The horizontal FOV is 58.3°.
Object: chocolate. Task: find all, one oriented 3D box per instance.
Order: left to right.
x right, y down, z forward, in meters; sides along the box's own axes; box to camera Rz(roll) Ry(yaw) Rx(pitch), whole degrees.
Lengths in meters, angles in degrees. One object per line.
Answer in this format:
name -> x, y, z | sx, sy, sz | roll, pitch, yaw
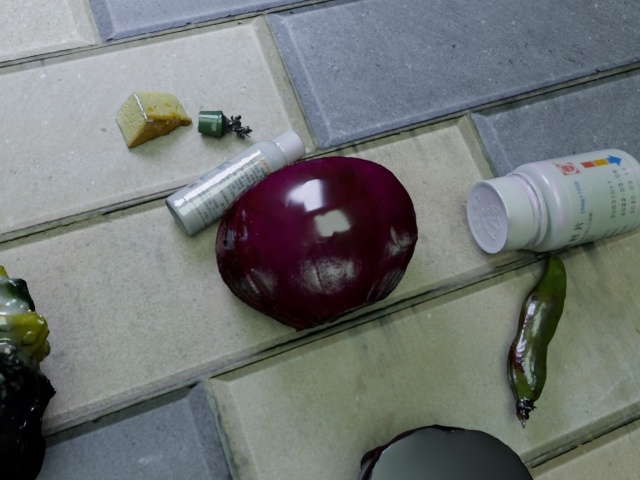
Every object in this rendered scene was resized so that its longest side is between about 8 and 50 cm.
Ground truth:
chocolate -> 0.173, 0.421, 0.864 | 0.284, 0.186, 0.283 | 3, 63, -6

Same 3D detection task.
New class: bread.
bread -> -0.313, -0.231, 1.073 | 0.109, 0.080, 0.084 | -16, 73, -50

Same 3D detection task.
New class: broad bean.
broad bean -> 0.390, 0.170, 1.041 | 0.077, 0.061, 0.338 | 26, 71, -9

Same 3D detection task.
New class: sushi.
sushi -> -0.498, 0.157, 0.768 | 0.329, 0.328, 0.285 | 20, 60, -1

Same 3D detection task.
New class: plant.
plant -> -0.177, -0.217, 1.074 | 0.102, 0.051, 0.051 | 6, 72, -12

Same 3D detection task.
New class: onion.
onion -> 0.000, 0.000, 0.933 | 0.337, 0.260, 0.281 | -6, 79, -12

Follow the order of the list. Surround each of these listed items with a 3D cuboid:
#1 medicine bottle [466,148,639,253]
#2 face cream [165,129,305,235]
medicine bottle -> 0.437, -0.069, 1.066 | 0.293, 0.170, 0.170 | -10, 75, -13
face cream -> -0.144, -0.111, 1.031 | 0.269, 0.082, 0.082 | -35, 81, -18
